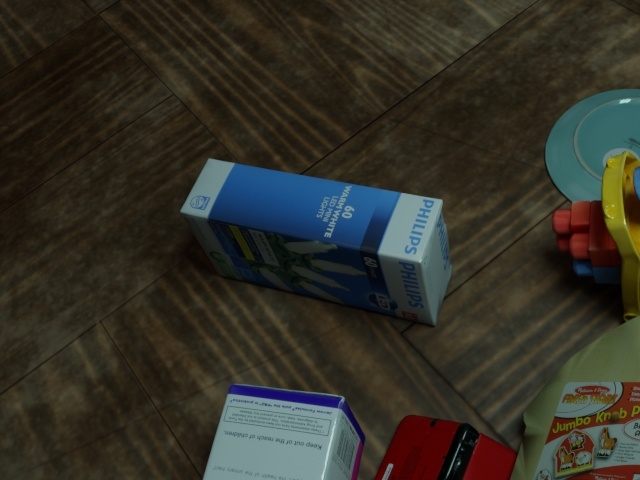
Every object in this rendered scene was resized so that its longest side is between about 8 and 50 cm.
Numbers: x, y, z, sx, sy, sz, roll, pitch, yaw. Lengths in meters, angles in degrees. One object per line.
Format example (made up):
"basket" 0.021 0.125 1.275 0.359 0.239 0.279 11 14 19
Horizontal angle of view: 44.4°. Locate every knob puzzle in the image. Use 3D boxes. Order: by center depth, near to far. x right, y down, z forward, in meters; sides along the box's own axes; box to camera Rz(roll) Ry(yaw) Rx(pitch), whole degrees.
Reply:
"knob puzzle" 0.248 0.149 0.642 0.213 0.030 0.213 -42 23 22

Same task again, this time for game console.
"game console" 0.112 0.244 0.704 0.124 0.085 0.144 -5 49 50

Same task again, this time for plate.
"plate" 0.345 -0.103 0.862 0.188 0.024 0.188 -6 56 10

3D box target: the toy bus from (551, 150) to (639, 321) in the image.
"toy bus" 0.315 -0.020 0.704 0.211 0.220 0.149 2 54 24

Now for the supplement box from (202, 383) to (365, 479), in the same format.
"supplement box" -0.042 0.252 0.680 0.114 0.111 0.220 3 58 17

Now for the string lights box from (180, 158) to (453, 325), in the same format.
"string lights box" 0.000 0.000 0.820 0.259 0.133 0.077 12 61 22
